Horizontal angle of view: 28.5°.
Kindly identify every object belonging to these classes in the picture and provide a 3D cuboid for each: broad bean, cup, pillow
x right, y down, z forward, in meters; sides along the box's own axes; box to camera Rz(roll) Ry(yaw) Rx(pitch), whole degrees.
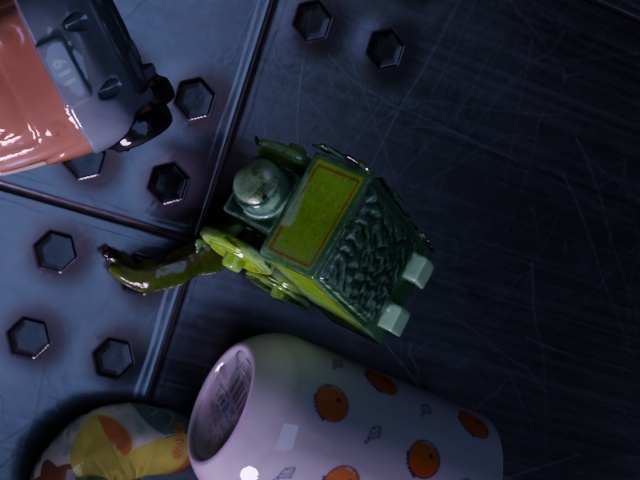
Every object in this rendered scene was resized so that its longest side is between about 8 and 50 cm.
[{"bbox_3d":[-0.146,0.019,1.415,0.195,0.046,0.061,-11,87,-18],"label":"broad bean"},{"bbox_3d":[0.021,0.239,1.435,0.317,0.212,0.212,27,88,-24],"label":"cup"},{"bbox_3d":[-0.224,0.295,1.418,0.214,0.086,0.233,-16,103,-31],"label":"pillow"}]

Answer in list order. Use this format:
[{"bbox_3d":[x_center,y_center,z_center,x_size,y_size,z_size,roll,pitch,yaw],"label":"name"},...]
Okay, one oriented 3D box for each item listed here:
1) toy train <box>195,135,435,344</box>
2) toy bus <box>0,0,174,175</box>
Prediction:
[{"bbox_3d":[0.000,0.000,1.366,0.159,0.188,0.272,-60,151,-11],"label":"toy train"},{"bbox_3d":[-0.278,-0.163,1.215,0.232,0.288,0.194,-27,109,1],"label":"toy bus"}]
